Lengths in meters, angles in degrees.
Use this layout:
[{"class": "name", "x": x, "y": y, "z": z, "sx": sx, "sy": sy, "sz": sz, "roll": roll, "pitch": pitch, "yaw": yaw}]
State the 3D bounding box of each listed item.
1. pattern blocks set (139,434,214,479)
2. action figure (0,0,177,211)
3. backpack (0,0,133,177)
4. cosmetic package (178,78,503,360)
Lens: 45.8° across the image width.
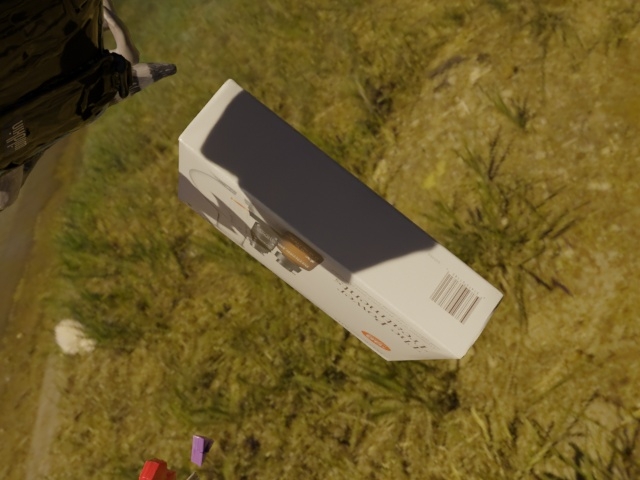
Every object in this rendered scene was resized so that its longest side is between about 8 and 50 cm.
[{"class": "pattern blocks set", "x": -0.205, "y": 0.429, "z": 1.045, "sx": 0.026, "sy": 0.325, "sz": 0.285, "roll": 11, "pitch": 3, "yaw": 17}, {"class": "action figure", "x": -0.312, "y": -0.107, "z": 0.792, "sx": 0.330, "sy": 0.178, "sz": 0.341, "roll": -43, "pitch": 47, "yaw": 6}, {"class": "backpack", "x": -0.263, "y": -0.108, "z": 0.427, "sx": 0.253, "sy": 0.191, "sz": 0.225, "roll": -47, "pitch": -12, "yaw": -29}, {"class": "cosmetic package", "x": 0.000, "y": 0.000, "z": 0.925, "sx": 0.097, "sy": 0.377, "sz": 0.284, "roll": -53, "pitch": 2, "yaw": -12}]
